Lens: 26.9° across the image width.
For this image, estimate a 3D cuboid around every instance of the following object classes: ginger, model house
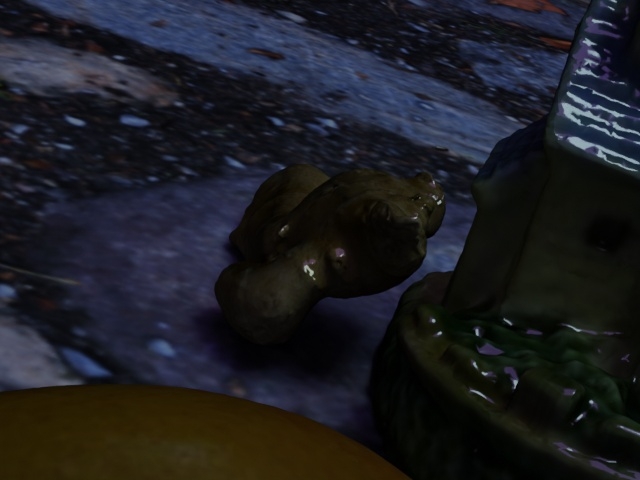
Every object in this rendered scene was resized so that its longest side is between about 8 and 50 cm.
[{"bbox_3d":[0.007,-0.007,0.739,0.059,0.133,0.214,54,13,-14],"label":"ginger"},{"bbox_3d":[0.209,0.019,0.641,0.321,0.266,0.261,21,22,6],"label":"model house"}]

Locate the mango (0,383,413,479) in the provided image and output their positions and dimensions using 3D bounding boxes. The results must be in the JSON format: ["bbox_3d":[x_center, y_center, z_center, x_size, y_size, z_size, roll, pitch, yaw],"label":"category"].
[{"bbox_3d":[-0.096,0.139,0.326,0.317,0.173,0.211,-10,42,-24],"label":"mango"}]
